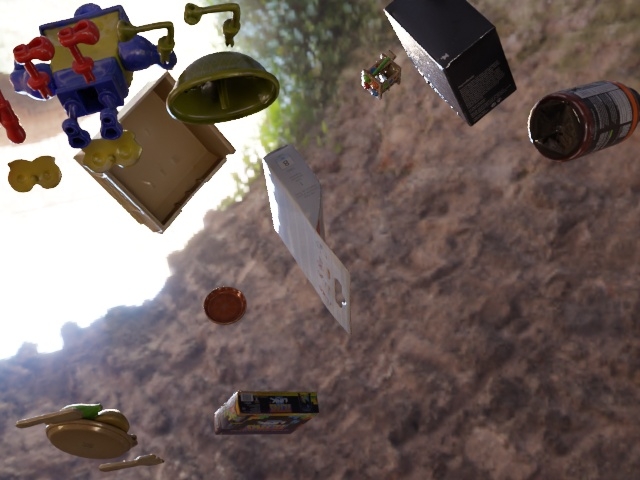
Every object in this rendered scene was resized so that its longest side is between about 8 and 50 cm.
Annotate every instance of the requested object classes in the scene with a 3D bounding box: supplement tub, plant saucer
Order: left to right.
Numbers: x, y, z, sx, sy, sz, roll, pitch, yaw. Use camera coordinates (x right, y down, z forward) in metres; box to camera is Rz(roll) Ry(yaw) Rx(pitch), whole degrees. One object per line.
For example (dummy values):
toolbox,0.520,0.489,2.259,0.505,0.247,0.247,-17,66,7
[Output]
plant saucer,-0.184,0.127,1.506,0.083,0.013,0.084,1,-127,-1
supplement tub,0.414,-0.187,1.194,0.197,0.106,0.106,-19,-160,-38

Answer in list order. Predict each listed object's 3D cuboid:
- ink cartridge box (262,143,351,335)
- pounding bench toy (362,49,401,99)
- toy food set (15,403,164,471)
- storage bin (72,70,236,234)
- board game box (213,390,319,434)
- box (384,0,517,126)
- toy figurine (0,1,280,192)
ink cartridge box,0.000,0.000,1.874,0.091,0.308,0.385,-28,-120,-15
pounding bench toy,0.117,-0.328,1.528,0.065,0.083,0.052,-41,-111,-15
toy food set,-0.323,0.273,1.111,0.132,0.192,0.039,-15,-131,23
storage bin,-0.364,-0.189,1.753,0.262,0.260,0.123,-52,-152,-21
board game box,-0.109,0.345,1.552,0.170,0.048,0.141,6,147,-26
box,0.191,-0.276,1.132,0.093,0.158,0.156,-38,-123,6
toy figurine,-0.247,-0.226,0.895,0.362,0.191,0.217,-16,-127,3
